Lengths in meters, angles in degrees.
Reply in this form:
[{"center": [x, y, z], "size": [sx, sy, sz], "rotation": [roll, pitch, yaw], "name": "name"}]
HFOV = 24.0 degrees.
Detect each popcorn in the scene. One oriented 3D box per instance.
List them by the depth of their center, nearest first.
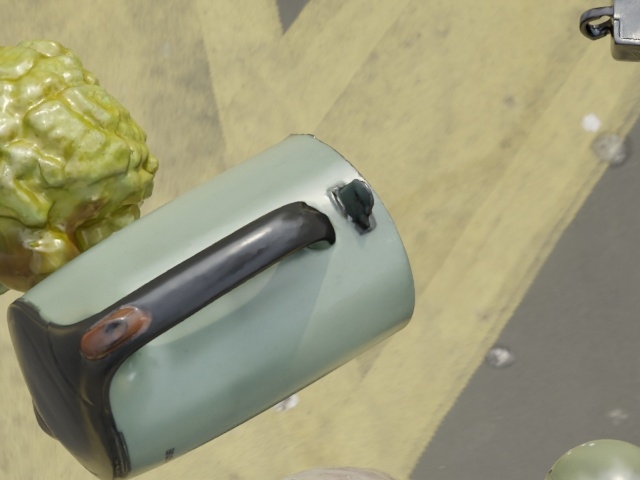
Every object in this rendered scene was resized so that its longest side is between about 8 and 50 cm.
[{"center": [-0.279, -0.049, 1.358], "size": [0.251, 0.237, 0.206], "rotation": [-46, 127, -6], "name": "popcorn"}]

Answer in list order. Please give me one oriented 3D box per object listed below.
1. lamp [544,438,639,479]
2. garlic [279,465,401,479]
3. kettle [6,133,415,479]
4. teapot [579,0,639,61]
[{"center": [0.223, 0.171, 1.026], "size": [0.163, 0.091, 0.091], "rotation": [-11, 79, -40], "name": "lamp"}, {"center": [0.061, 0.411, 1.874], "size": [0.317, 0.259, 0.317], "rotation": [30, 33, -22], "name": "garlic"}, {"center": [-0.075, 0.040, 1.026], "size": [0.255, 0.240, 0.165], "rotation": [-28, 80, -24], "name": "kettle"}, {"center": [0.371, -0.232, 1.657], "size": [0.177, 0.096, 0.087], "rotation": [3, 74, 0], "name": "teapot"}]
